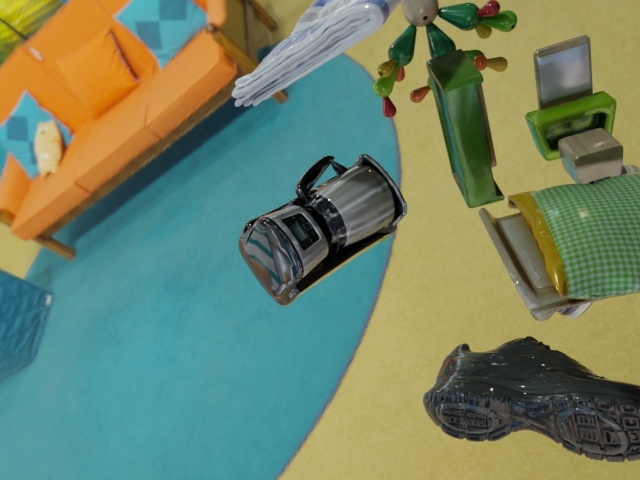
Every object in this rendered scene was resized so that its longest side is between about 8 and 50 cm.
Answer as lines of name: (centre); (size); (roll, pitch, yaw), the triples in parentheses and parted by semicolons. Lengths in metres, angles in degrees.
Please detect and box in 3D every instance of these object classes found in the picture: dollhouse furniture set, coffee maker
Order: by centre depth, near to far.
dollhouse furniture set: (0.238, -0.087, 0.621); (0.197, 0.151, 0.302); (-15, 32, 6)
coffee maker: (0.000, 0.000, 0.807); (0.178, 0.171, 0.120); (-31, 56, -28)

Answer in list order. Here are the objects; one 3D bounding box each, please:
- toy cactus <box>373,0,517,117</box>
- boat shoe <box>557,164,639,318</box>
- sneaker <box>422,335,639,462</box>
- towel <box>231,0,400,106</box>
toy cactus: (0.153, -0.283, 0.903); (0.218, 0.181, 0.112); (-25, 10, 27)
boat shoe: (0.440, 0.000, 1.093); (0.103, 0.092, 0.286); (-84, 6, -61)
sneaker: (0.270, 0.171, 0.768); (0.286, 0.109, 0.130); (4, 38, 24)
towel: (0.029, -0.263, 0.738); (0.209, 0.034, 0.285); (-20, 28, 40)
